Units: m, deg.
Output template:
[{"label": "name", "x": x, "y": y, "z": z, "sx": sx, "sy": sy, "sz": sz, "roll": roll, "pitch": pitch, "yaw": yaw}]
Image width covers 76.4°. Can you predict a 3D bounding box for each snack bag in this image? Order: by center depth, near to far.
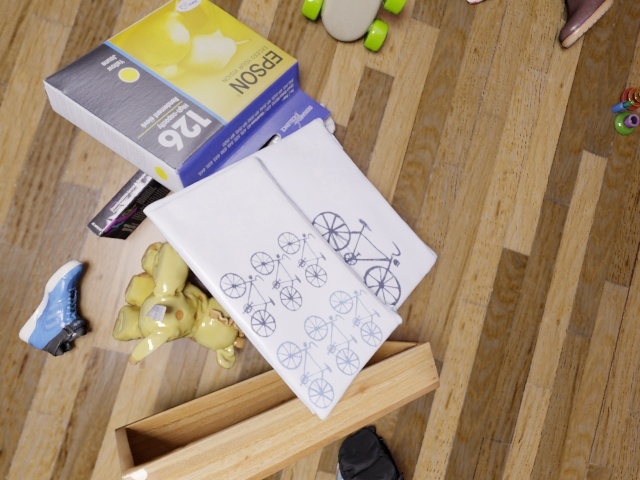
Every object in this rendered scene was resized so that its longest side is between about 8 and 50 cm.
[{"label": "snack bag", "x": 0.000, "y": 0.000, "z": 0.566, "sx": 0.323, "sy": 0.037, "sz": 0.342, "roll": 49, "pitch": 53, "yaw": 3}]

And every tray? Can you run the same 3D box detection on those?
[{"label": "tray", "x": -0.054, "y": 0.236, "z": 0.571, "sx": 0.410, "sy": 0.202, "sz": 0.076, "roll": -13, "pitch": 87, "yaw": -30}]

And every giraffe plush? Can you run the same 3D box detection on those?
[{"label": "giraffe plush", "x": -0.200, "y": 0.112, "z": 0.646, "sx": 0.170, "sy": 0.210, "sz": 0.182, "roll": 27, "pitch": 89, "yaw": -37}]

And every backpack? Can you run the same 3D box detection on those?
[{"label": "backpack", "x": 0.093, "y": 0.445, "z": 0.701, "sx": 0.115, "sy": 0.152, "sz": 0.182, "roll": -16, "pitch": 104, "yaw": -5}]

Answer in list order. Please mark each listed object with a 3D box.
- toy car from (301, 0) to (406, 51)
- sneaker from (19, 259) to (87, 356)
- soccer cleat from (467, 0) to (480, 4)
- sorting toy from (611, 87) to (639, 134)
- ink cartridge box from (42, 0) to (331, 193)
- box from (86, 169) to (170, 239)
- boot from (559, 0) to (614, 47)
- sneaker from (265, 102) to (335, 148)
[{"label": "toy car", "x": 0.071, "y": -0.471, "z": 0.735, "sx": 0.154, "sy": 0.149, "sz": 0.189, "roll": 21, "pitch": 57, "yaw": -13}, {"label": "sneaker", "x": -0.401, "y": 0.112, "z": 0.650, "sx": 0.084, "sy": 0.058, "sz": 0.152, "roll": 31, "pitch": 88, "yaw": -2}, {"label": "soccer cleat", "x": 0.329, "y": -0.493, "z": 0.806, "sx": 0.083, "sy": 0.035, "sz": 0.029, "roll": -17, "pitch": 92, "yaw": -10}, {"label": "sorting toy", "x": 0.657, "y": -0.278, "z": 0.857, "sx": 0.061, "sy": 0.042, "sz": 0.102, "roll": 11, "pitch": 87, "yaw": -10}, {"label": "ink cartridge box", "x": -0.174, "y": -0.219, "z": 0.620, "sx": 0.307, "sy": 0.072, "sz": 0.304, "roll": 33, "pitch": 59, "yaw": 4}, {"label": "box", "x": -0.285, "y": -0.070, "z": 0.647, "sx": 0.029, "sy": 0.116, "sz": 0.162, "roll": 39, "pitch": 82, "yaw": -5}, {"label": "boot", "x": 0.497, "y": -0.536, "z": 0.828, "sx": 0.206, "sy": 0.090, "sz": 0.249, "roll": 36, "pitch": 84, "yaw": 5}, {"label": "sneaker", "x": -0.037, "y": -0.181, "z": 0.726, "sx": 0.152, "sy": 0.053, "sz": 0.061, "roll": -37, "pitch": 98, "yaw": -9}]
